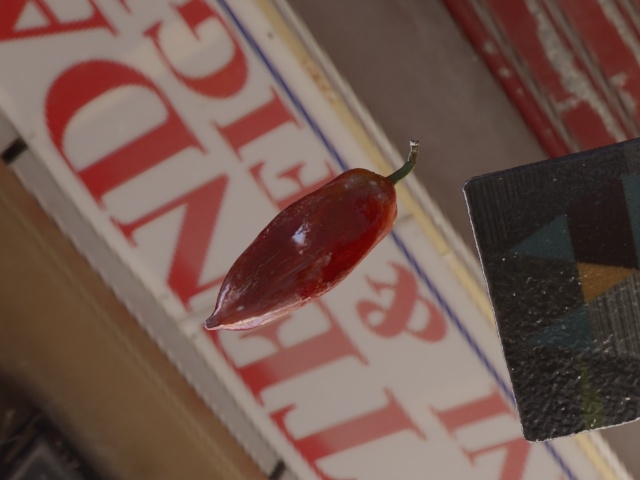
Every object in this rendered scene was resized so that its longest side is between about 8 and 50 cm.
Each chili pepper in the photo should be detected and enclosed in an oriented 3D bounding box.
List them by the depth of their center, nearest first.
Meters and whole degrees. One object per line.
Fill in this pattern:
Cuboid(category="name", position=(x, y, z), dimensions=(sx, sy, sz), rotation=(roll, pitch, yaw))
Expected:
Cuboid(category="chili pepper", position=(0.001, 0.001, 0.846), dimensions=(0.191, 0.050, 0.059), rotation=(-39, -109, -24))

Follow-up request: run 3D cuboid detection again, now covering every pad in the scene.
Cuboid(category="pad", position=(0.183, 0.012, 0.622), dimensions=(0.003, 0.211, 0.143), rotation=(-89, -16, -71))
